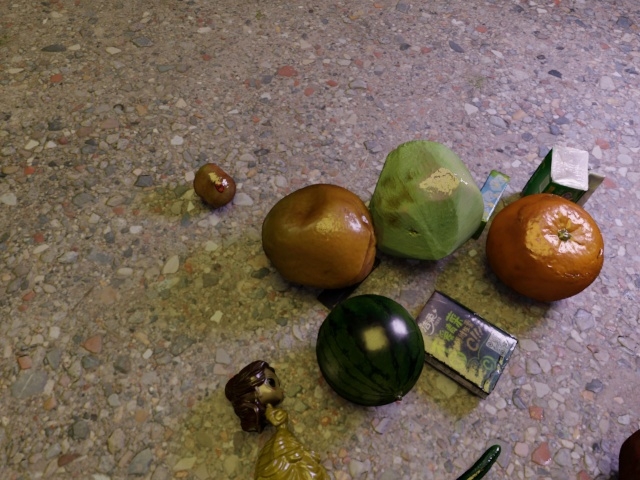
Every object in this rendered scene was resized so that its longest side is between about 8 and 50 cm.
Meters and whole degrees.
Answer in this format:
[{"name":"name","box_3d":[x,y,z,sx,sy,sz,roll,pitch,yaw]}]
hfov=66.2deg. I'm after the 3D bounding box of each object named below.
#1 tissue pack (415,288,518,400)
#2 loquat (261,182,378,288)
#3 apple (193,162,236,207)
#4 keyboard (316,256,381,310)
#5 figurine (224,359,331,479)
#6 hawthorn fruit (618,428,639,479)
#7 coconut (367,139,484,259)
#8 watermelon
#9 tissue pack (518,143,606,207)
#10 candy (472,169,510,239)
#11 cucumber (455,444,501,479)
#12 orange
[{"name":"tissue pack","box_3d":[0.336,0.248,1.191,0.236,0.073,0.173,31,61,17]},{"name":"loquat","box_3d":[0.000,0.000,1.236,0.284,0.276,0.275,-16,57,9]},{"name":"apple","box_3d":[-0.302,-0.155,1.396,0.126,0.126,0.102,40,88,21]},{"name":"keyboard","box_3d":[0.078,0.104,1.308,0.061,0.013,0.204,36,63,20]},{"name":"figurine","box_3d":[-0.096,0.395,1.030,0.188,0.168,0.315,20,34,-42]},{"name":"hawthorn fruit","box_3d":[0.736,0.473,0.929,0.309,0.324,0.308,3,31,-2]},{"name":"coconut","box_3d":[0.269,-0.085,1.272,0.282,0.328,0.328,18,50,-34]},{"name":"watermelon","box_3d":[0.109,0.242,1.085,0.243,0.242,0.242,1,57,-2]},{"name":"tissue pack","box_3d":[0.674,-0.136,1.377,0.156,0.209,0.147,14,57,4]},{"name":"candy","box_3d":[0.472,-0.104,1.412,0.062,0.097,0.194,27,60,16]},{"name":"cucumber","box_3d":[0.327,0.500,1.049,0.184,0.036,0.033,-31,71,-22]},{"name":"orange","box_3d":[0.567,0.019,1.258,0.284,0.226,0.283,3,66,-6]}]
